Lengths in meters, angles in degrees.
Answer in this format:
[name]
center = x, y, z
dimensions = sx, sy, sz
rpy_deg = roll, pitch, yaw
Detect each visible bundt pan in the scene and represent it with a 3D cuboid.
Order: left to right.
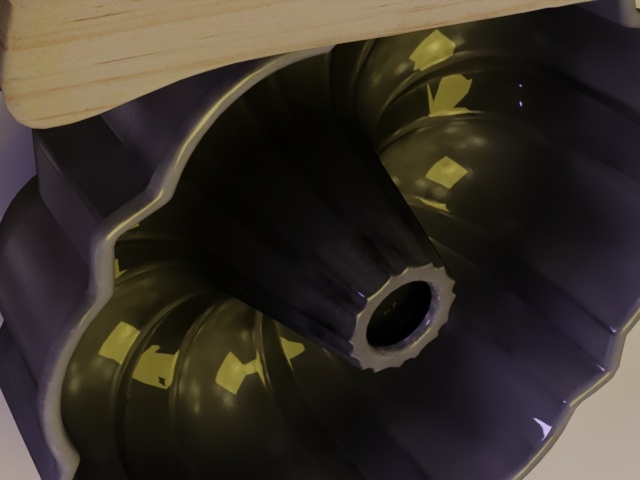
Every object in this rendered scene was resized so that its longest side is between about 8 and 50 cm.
[bundt pan]
center = 0.000, 0.000, 0.747
dimensions = 0.330, 0.124, 0.331
rpy_deg = -24, 136, -25

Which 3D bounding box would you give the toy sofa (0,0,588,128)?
[toy sofa]
center = 0.038, -0.173, 0.540
dimensions = 0.362, 0.150, 0.177
rpy_deg = -12, 141, -12
